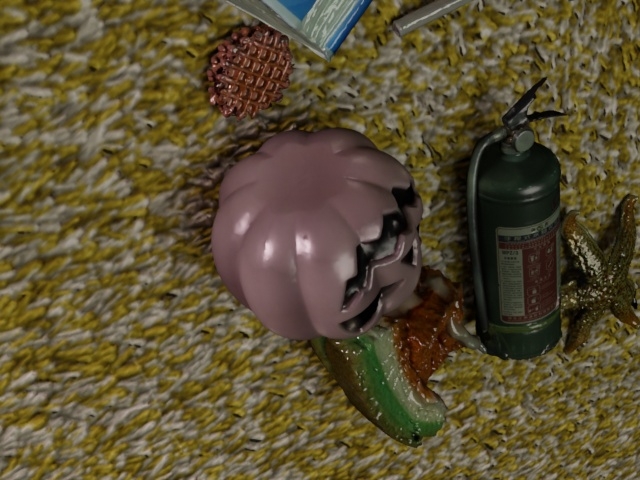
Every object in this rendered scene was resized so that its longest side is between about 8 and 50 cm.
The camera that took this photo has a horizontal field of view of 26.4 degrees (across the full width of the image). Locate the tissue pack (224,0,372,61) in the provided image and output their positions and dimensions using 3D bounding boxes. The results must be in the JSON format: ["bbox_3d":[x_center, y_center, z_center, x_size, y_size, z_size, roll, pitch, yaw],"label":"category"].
[{"bbox_3d":[-0.004,-0.287,0.919,0.263,0.198,0.146,-53,134,0],"label":"tissue pack"}]

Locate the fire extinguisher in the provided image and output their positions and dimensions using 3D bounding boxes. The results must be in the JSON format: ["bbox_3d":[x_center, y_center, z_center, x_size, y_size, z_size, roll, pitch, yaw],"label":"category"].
[{"bbox_3d":[0.189,-0.018,1.329,0.118,0.093,0.294,-22,129,-18],"label":"fire extinguisher"}]

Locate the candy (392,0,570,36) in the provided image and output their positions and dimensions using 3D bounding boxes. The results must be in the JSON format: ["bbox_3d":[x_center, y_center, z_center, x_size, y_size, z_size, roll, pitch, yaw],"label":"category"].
[{"bbox_3d":[0.222,-0.267,1.211,0.365,0.124,0.124,-28,132,-13],"label":"candy"}]

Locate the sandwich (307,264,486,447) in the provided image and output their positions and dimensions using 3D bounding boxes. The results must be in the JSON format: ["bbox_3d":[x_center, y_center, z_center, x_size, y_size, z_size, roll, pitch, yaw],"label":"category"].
[{"bbox_3d":[0.079,0.091,1.296,0.160,0.109,0.185,-45,136,-6],"label":"sandwich"}]

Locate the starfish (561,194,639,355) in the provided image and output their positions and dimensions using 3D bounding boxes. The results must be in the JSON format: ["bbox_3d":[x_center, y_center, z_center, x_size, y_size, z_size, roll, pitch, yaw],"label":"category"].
[{"bbox_3d":[0.287,0.048,1.495,0.176,0.053,0.208,-20,122,-17],"label":"starfish"}]

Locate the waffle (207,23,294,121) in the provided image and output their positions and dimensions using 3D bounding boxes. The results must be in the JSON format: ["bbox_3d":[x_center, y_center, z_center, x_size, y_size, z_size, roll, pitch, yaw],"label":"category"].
[{"bbox_3d":[-0.054,-0.136,1.095,0.083,0.029,0.075,-30,135,-27],"label":"waffle"}]

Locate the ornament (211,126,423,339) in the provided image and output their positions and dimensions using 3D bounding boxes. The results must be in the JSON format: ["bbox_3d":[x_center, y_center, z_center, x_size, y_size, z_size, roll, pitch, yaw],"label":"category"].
[{"bbox_3d":[0.001,0.000,1.125,0.178,0.177,0.177,-21,128,-29],"label":"ornament"}]
